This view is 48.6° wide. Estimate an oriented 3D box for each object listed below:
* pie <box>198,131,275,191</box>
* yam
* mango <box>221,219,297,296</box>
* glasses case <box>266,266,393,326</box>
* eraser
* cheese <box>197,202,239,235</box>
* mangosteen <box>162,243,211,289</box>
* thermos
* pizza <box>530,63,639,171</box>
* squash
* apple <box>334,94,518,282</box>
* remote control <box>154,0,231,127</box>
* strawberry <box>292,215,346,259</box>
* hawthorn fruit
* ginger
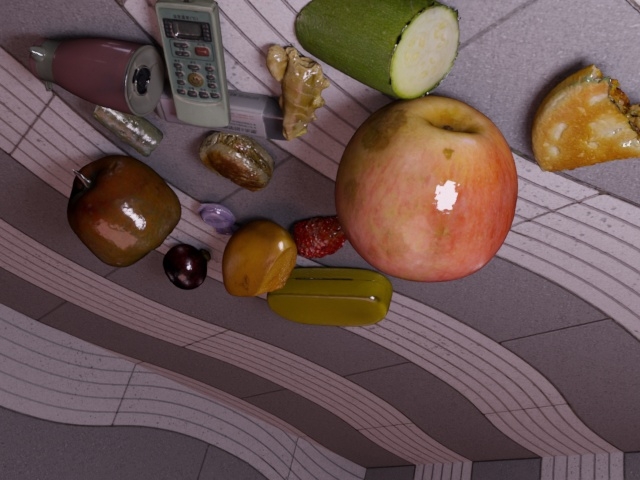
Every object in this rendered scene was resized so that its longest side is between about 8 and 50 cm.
[{"bbox_3d":[-0.200,-0.183,1.698,0.193,0.079,0.163,32,150,-25],"label":"pie"},{"bbox_3d":[-0.455,-0.273,1.662,0.078,0.078,0.179,-17,138,43],"label":"yam"},{"bbox_3d":[-0.169,0.055,1.946,0.199,0.201,0.350,30,151,-6],"label":"mango"},{"bbox_3d":[0.034,0.160,2.100,0.371,0.141,0.173,0,138,22],"label":"glasses case"},{"bbox_3d":[-0.227,-0.286,1.550,0.351,0.061,0.089,11,149,8],"label":"eraser"},{"bbox_3d":[-0.280,-0.057,1.976,0.105,0.042,0.191,4,155,16],"label":"cheese"},{"bbox_3d":[-0.407,0.076,2.183,0.152,0.152,0.152,12,150,7],"label":"mangosteen"},{"bbox_3d":[-0.471,-0.353,1.490,0.265,0.146,0.176,15,177,17],"label":"thermos"},{"bbox_3d":[0.511,-0.215,1.303,0.228,0.081,0.289,17,152,10],"label":"pizza"},{"bbox_3d":[0.099,-0.379,1.282,0.260,0.189,0.189,40,167,37],"label":"squash"},{"bbox_3d":[0.204,-0.106,1.370,0.363,0.364,0.364,12,150,7],"label":"apple"},{"bbox_3d":[-0.249,-0.347,1.417,0.123,0.038,0.285,11,136,9],"label":"remote control"},{"bbox_3d":[-0.002,0.001,1.909,0.192,0.085,0.140,0,145,22],"label":"strawberry"},{"bbox_3d":[-0.521,-0.093,1.825,0.267,0.268,0.301,-10,132,37],"label":"hawthorn fruit"},{"bbox_3d":[-0.037,-0.296,1.419,0.115,0.081,0.205,-12,130,1],"label":"ginger"}]
